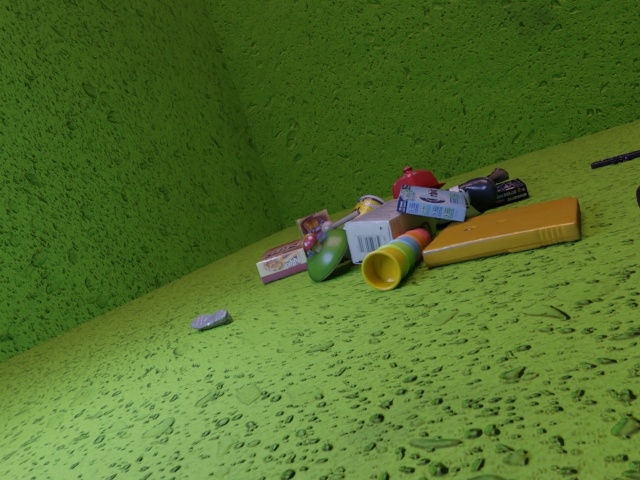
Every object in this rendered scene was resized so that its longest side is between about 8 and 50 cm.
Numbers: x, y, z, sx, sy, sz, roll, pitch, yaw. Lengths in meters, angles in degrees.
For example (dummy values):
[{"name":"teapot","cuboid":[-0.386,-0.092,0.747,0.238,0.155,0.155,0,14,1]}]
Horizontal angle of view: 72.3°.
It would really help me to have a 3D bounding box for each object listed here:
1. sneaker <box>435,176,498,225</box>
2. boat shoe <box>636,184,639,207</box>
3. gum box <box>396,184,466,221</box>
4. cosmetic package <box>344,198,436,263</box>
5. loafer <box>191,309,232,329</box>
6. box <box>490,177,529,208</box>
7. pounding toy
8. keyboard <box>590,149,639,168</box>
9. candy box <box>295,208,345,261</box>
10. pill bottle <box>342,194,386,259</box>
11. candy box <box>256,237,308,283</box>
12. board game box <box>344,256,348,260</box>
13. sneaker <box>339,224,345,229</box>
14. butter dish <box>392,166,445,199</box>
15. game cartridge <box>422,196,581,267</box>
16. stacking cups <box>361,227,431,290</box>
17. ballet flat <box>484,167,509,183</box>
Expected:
[{"name":"sneaker","cuboid":[0.417,-0.107,1.446,0.146,0.123,0.330,-18,-5,-43]},{"name":"boat shoe","cuboid":[0.669,-0.091,0.743,0.095,0.095,0.257,-13,7,1]},{"name":"gum box","cuboid":[0.319,-0.112,1.262,0.184,0.041,0.157,9,25,12]},{"name":"cosmetic package","cuboid":[0.221,-0.036,1.327,0.153,0.129,0.296,-2,17,39]},{"name":"loafer","cuboid":[-0.299,0.226,1.206,0.125,0.039,0.045,-20,39,23]},{"name":"box","cuboid":[0.638,-0.165,1.571,0.175,0.051,0.220,-17,7,21]},{"name":"pounding toy","cuboid":[0.001,0.000,1.332,0.183,0.110,0.237,-33,27,54]},{"name":"keyboard","cuboid":[1.045,-0.288,1.525,0.180,0.023,0.108,-16,8,36]},{"name":"candy box","cuboid":[0.000,0.000,1.480,0.109,0.187,0.053,-22,4,-14]},{"name":"pill bottle","cuboid":[0.141,-0.041,1.442,0.119,0.119,0.209,-13,36,43]},{"name":"candy box","cuboid":[-0.132,0.070,1.711,0.182,0.088,0.316,-19,7,3]},{"name":"board game box","cuboid":[0.181,0.002,1.570,0.243,0.042,0.165,-20,7,-7]},{"name":"sneaker","cuboid":[0.082,0.001,1.758,0.094,0.090,0.235,-31,1,7]},{"name":"butter dish","cuboid":[0.315,-0.196,1.499,0.160,0.118,0.160,-14,-9,-28]},{"name":"game cartridge","cuboid":[0.439,-0.022,1.049,0.323,0.053,0.285,-12,10,34]},{"name":"stacking cups","cuboid":[0.213,0.033,1.095,0.096,0.096,0.316,-15,5,34]},{"name":"ballet flat","cuboid":[0.599,-0.218,1.626,0.249,0.058,0.084,-22,6,-20]}]
